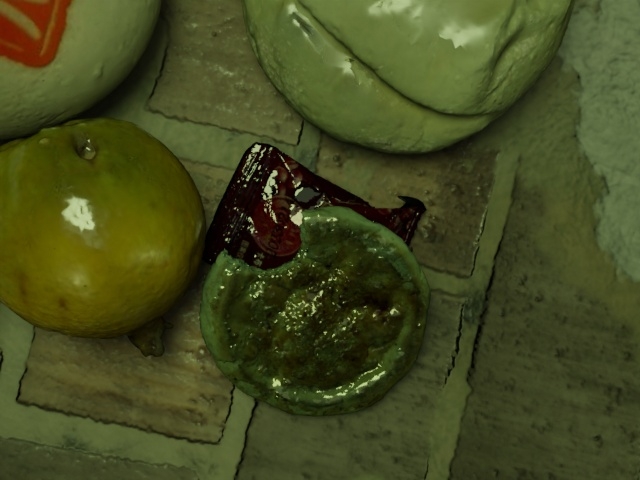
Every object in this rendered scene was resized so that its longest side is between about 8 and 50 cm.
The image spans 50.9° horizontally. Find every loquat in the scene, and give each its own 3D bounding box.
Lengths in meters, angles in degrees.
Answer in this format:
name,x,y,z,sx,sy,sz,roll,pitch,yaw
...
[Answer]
name,x,y,z,sx,sy,sz,roll,pitch,yaw
loquat,-0.211,0.006,0.648,0.214,0.213,0.246,-24,109,-8

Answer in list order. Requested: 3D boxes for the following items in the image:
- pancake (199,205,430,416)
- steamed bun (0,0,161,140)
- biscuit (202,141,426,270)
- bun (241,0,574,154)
name,x,y,z,sx,sy,sz,roll,pitch,yaw
pancake,0.001,0.085,0.713,0.254,0.037,0.253,-3,110,-8
steamed bun,-0.323,-0.278,0.594,0.375,0.241,0.374,3,81,-21
biscuit,0.002,-0.006,0.742,0.236,0.063,0.151,21,98,-11
bun,0.093,-0.273,0.685,0.366,0.219,0.364,0,86,-5
